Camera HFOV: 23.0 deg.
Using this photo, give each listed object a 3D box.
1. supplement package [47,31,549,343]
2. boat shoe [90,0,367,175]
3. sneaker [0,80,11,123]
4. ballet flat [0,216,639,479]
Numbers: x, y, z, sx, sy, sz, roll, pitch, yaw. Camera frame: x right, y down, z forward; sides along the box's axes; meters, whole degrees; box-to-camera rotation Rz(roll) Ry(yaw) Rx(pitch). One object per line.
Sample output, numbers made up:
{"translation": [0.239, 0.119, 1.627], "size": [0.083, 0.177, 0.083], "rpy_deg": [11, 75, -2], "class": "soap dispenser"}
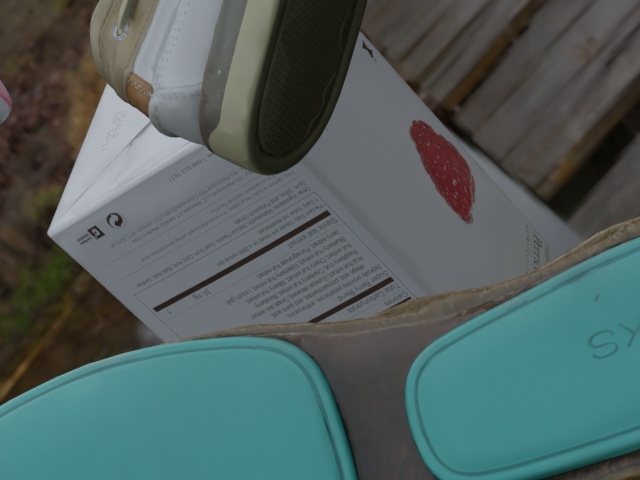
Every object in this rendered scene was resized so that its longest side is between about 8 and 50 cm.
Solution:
{"translation": [0.000, 0.000, 1.036], "size": [0.175, 0.293, 0.177], "rpy_deg": [-29, 30, 28], "class": "supplement package"}
{"translation": [-0.020, -0.185, 0.641], "size": [0.113, 0.103, 0.302], "rpy_deg": [-2, -67, -64], "class": "boat shoe"}
{"translation": [-0.219, -0.136, 0.939], "size": [0.070, 0.134, 0.051], "rpy_deg": [-46, 1, -17], "class": "sneaker"}
{"translation": [0.030, 0.077, 0.574], "size": [0.342, 0.124, 0.116], "rpy_deg": [-20, 64, 11], "class": "ballet flat"}
